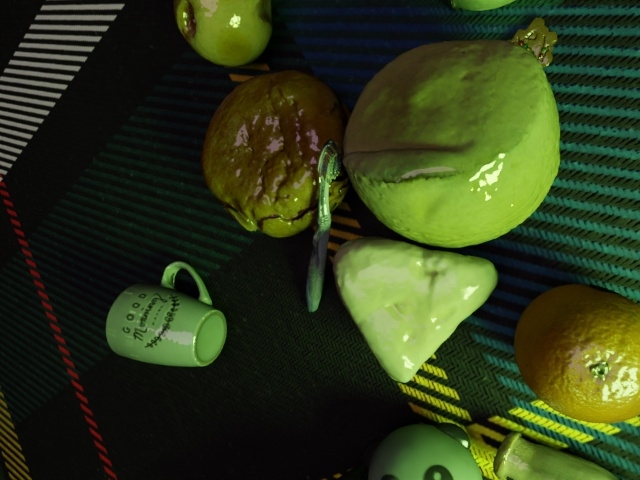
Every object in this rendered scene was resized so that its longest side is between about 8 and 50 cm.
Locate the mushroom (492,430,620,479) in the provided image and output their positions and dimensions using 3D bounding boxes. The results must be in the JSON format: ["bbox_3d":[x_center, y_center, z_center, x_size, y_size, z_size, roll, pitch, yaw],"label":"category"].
[{"bbox_3d":[0.403,0.389,0.681,0.247,0.108,0.096,25,64,24],"label":"mushroom"}]

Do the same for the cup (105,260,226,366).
[{"bbox_3d":[-0.351,0.177,1.067,0.234,0.186,0.258,6,69,21],"label":"cup"}]

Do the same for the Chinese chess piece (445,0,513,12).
[{"bbox_3d":[0.270,-0.494,0.701,0.237,0.092,0.238,2,95,29],"label":"Chinese chess piece"}]

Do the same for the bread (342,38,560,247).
[{"bbox_3d":[0.198,-0.143,0.687,0.320,0.237,0.321,-8,68,20],"label":"bread"}]

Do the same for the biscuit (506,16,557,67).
[{"bbox_3d":[0.337,-0.318,0.717,0.092,0.016,0.082,-10,89,28],"label":"biscuit"}]

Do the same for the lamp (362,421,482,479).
[{"bbox_3d":[0.185,0.445,0.745,0.197,0.197,0.244,-27,62,28],"label":"lamp"}]

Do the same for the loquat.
[{"bbox_3d":[-0.191,-0.473,0.906,0.213,0.213,0.213,2,94,29],"label":"loquat"}]

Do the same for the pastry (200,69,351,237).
[{"bbox_3d":[-0.091,-0.176,0.888,0.356,0.164,0.356,2,93,32],"label":"pastry"}]

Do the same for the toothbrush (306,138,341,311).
[{"bbox_3d":[0.000,0.000,0.819,0.042,0.035,0.413,-114,22,-44],"label":"toothbrush"}]

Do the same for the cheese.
[{"bbox_3d":[0.152,0.069,0.756,0.248,0.173,0.251,48,115,9],"label":"cheese"}]

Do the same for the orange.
[{"bbox_3d":[0.377,0.159,0.620,0.206,0.206,0.206,2,94,29],"label":"orange"}]

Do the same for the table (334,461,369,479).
[{"bbox_3d":[0.038,0.647,0.831,0.335,0.222,0.272,-46,70,24],"label":"table"}]
